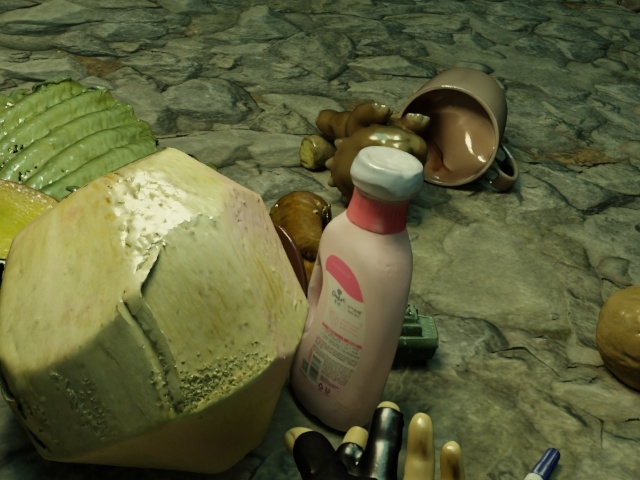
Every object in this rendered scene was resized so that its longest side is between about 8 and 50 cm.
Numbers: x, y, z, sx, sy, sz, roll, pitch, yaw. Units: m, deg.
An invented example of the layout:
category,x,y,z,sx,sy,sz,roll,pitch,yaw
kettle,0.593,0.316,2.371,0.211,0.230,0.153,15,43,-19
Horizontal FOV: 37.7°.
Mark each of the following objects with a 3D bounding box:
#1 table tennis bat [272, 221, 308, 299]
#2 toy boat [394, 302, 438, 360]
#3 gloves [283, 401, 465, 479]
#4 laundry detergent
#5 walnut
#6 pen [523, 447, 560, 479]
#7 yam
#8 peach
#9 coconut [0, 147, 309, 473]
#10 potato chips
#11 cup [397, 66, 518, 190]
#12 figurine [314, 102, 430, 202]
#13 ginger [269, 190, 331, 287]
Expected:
category,x,y,z,sx,sy,sz,roll,pitch,yaw
table tennis bat,-0.113,0.057,1.202,0.021,0.154,0.274,-9,-2,-45
toy boat,0.028,0.110,1.243,0.260,0.085,0.078,6,31,-6
gloves,0.054,0.260,0.934,0.197,0.152,0.301,26,23,-9
laundry detergent,0.043,0.054,1.089,0.087,0.335,0.159,-8,34,-36
walnut,0.457,0.134,1.275,0.166,0.149,0.166,25,0,0
pen,0.226,0.293,1.049,0.025,0.025,0.204,25,33,25
yam,0.074,-0.199,1.800,0.066,0.066,0.299,31,37,32
peach,-0.469,-0.017,1.327,0.279,0.068,0.189,28,31,18
coconut,-0.180,0.093,1.018,0.352,0.353,0.353,7,30,-4
potato chips,-0.393,-0.142,1.549,0.389,0.097,0.373,-19,46,-41
cup,0.281,-0.205,1.780,0.253,0.191,0.200,43,30,-2
figurine,0.090,-0.136,1.614,0.177,0.173,0.247,13,-2,-35
ginger,-0.012,0.005,1.395,0.133,0.107,0.309,-15,32,-12
